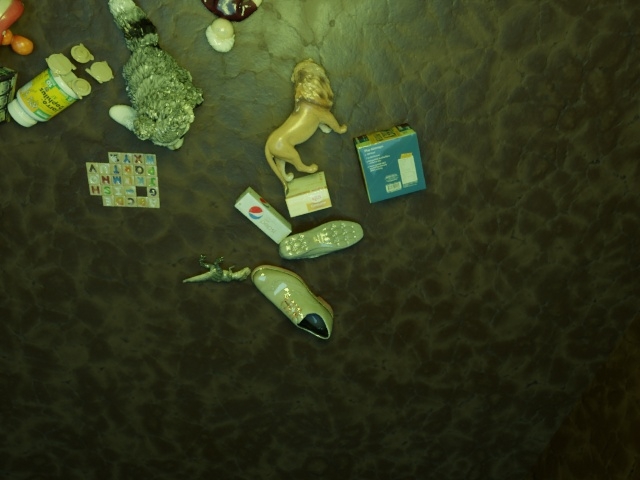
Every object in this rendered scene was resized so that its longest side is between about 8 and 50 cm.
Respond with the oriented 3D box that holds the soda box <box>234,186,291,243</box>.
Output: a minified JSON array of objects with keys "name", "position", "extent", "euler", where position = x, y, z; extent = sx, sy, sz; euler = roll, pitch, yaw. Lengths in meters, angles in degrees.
[{"name":"soda box","position":[-0.204,-0.091,1.772],"extent":[0.074,0.069,0.216],"euler":[-42,112,15]}]

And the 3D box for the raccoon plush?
[{"name":"raccoon plush","position":[-0.526,-0.472,1.430],"extent":[0.216,0.299,0.446],"euler":[-34,113,7]}]

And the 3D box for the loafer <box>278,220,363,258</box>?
[{"name":"loafer","position":[0.000,0.000,1.817],"extent":[0.319,0.111,0.112],"euler":[-11,81,-11]}]

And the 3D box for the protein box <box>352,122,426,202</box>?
[{"name":"protein box","position":[0.235,-0.266,1.680],"extent":[0.199,0.136,0.201],"euler":[-15,116,4]}]

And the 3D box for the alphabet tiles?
[{"name":"alphabet tiles","position":[-0.689,-0.211,1.714],"extent":[0.237,0.009,0.199],"euler":[2,116,-5]}]

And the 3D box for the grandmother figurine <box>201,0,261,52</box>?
[{"name":"grandmother figurine","position":[-0.270,-0.733,1.443],"extent":[0.207,0.104,0.343],"euler":[16,111,-2]}]

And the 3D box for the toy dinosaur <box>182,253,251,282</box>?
[{"name":"toy dinosaur","position":[-0.404,0.113,1.864],"extent":[0.267,0.064,0.118],"euler":[-4,123,2]}]

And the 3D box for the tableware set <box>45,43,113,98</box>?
[{"name":"tableware set","position":[-0.731,-0.522,1.496],"extent":[0.141,0.169,0.020],"euler":[50,143,-16]}]

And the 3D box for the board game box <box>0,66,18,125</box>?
[{"name":"board game box","position":[-1.000,-0.438,1.509],"extent":[0.048,0.141,0.170],"euler":[19,113,-14]}]

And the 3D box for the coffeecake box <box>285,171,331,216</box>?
[{"name":"coffeecake box","position":[-0.044,-0.162,1.683],"extent":[0.142,0.185,0.068],"euler":[-14,116,3]}]

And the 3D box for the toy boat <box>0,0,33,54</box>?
[{"name":"toy boat","position":[-0.933,-0.606,1.453],"extent":[0.151,0.151,0.231],"euler":[18,118,-45]}]

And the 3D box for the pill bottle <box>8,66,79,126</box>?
[{"name":"pill bottle","position":[-0.859,-0.446,1.528],"extent":[0.208,0.118,0.118],"euler":[-29,114,10]}]

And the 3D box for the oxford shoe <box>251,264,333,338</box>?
[{"name":"oxford shoe","position":[-0.098,0.236,1.893],"extent":[0.396,0.147,0.140],"euler":[34,109,-18]}]

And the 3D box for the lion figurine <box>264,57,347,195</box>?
[{"name":"lion figurine","position":[-0.071,-0.359,1.567],"extent":[0.240,0.142,0.392],"euler":[37,82,-41]}]

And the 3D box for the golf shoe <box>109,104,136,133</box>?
[{"name":"golf shoe","position":[-0.605,-0.383,1.594],"extent":[0.176,0.086,0.069],"euler":[23,113,-13]}]
